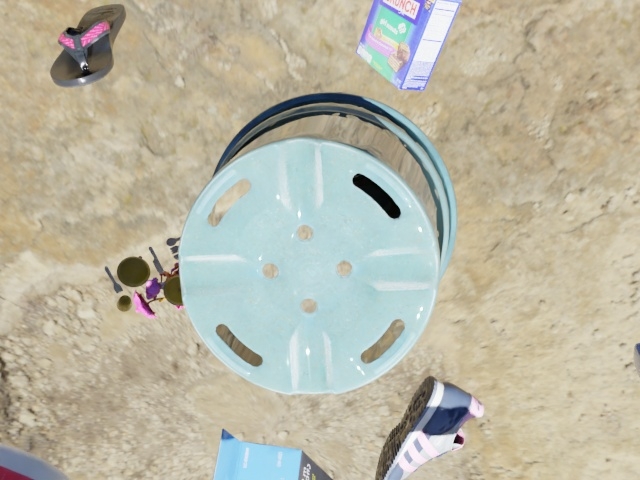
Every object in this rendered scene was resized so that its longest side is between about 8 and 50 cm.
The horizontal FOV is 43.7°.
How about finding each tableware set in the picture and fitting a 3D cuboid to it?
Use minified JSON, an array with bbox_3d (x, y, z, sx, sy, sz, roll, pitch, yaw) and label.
[{"bbox_3d":[-0.232,0.057,1.180,0.154,0.024,0.104,-25,77,-25],"label":"tableware set"}]

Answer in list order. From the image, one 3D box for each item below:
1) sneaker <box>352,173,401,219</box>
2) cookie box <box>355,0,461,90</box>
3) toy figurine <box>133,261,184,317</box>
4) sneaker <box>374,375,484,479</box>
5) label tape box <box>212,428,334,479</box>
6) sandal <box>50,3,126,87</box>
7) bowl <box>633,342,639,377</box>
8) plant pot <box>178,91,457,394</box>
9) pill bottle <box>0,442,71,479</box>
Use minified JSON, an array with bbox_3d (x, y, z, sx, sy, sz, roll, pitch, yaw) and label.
[{"bbox_3d":[0.074,-0.067,1.042,0.157,0.061,0.065,18,121,-13],"label":"sneaker"},{"bbox_3d":[0.092,-0.231,0.864,0.040,0.107,0.092,-5,40,-36],"label":"cookie box"},{"bbox_3d":[-0.379,0.123,1.948,0.159,0.173,0.130,-15,42,-39],"label":"toy figurine"},{"bbox_3d":[0.210,0.409,1.586,0.131,0.319,0.112,20,37,-7],"label":"sneaker"},{"bbox_3d":[-0.073,0.492,1.363,0.105,0.334,0.241,-5,56,20],"label":"label tape box"},{"bbox_3d":[-0.254,-0.222,0.864,0.067,0.040,0.179,-6,43,5],"label":"sandal"},{"bbox_3d":[0.585,0.229,1.296,0.142,0.142,0.053,9,114,1],"label":"bowl"},{"bbox_3d":[0.000,0.000,0.911,0.340,0.334,0.341,1,99,4],"label":"plant pot"},{"bbox_3d":[-0.413,0.392,0.875,0.176,0.176,0.319,17,58,1],"label":"pill bottle"}]
